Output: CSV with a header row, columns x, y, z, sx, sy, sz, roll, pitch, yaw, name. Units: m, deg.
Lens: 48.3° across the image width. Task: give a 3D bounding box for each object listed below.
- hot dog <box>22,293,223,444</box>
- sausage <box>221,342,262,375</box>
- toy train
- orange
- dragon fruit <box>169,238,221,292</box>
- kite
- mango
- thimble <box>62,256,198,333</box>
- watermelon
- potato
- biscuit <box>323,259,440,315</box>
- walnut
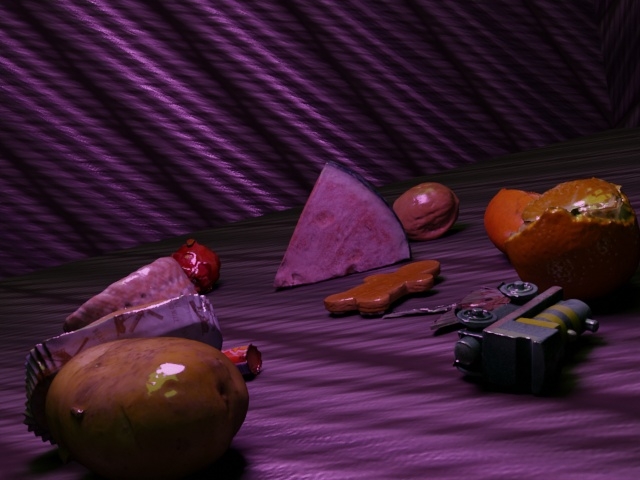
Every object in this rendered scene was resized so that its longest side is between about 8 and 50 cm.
x,y,z,sx,sy,sz,roll,pitch,yaw,name
-0.248,0.162,0.918,0.271,0.162,0.082,-18,25,-26,hot dog
-0.159,0.184,1.042,0.146,0.048,0.050,-13,11,18,sausage
0.244,0.109,0.842,0.132,0.083,0.200,10,22,41,toy train
0.363,0.006,1.023,0.179,0.158,0.237,-13,7,20,orange
-0.305,0.064,1.732,0.136,0.133,0.166,-17,8,24,dragon fruit
0.211,0.104,1.110,0.250,0.012,0.229,-8,6,30,kite
0.395,-0.025,1.300,0.154,0.125,0.252,-4,13,-15,mango
-0.273,0.131,1.094,0.196,0.148,0.229,-32,-1,-17,thimble
0.008,-0.042,1.590,0.293,0.250,0.283,-15,3,-27,watermelon
-0.185,0.180,0.761,0.229,0.148,0.197,-8,-3,20,potato
0.128,0.085,1.276,0.240,0.035,0.158,-21,14,-38,biscuit
0.260,-0.071,1.752,0.167,0.149,0.166,-6,-25,-3,walnut
